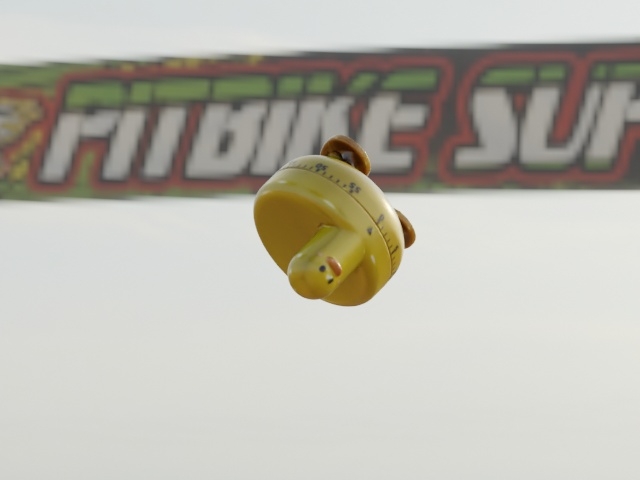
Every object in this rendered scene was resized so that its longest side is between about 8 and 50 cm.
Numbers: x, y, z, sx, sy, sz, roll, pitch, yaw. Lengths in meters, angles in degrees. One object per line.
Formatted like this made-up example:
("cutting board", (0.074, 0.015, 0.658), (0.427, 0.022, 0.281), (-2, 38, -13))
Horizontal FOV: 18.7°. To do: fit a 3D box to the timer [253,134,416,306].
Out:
("timer", (0.000, 0.000, 1.278), (0.107, 0.109, 0.107), (31, -33, 23))
